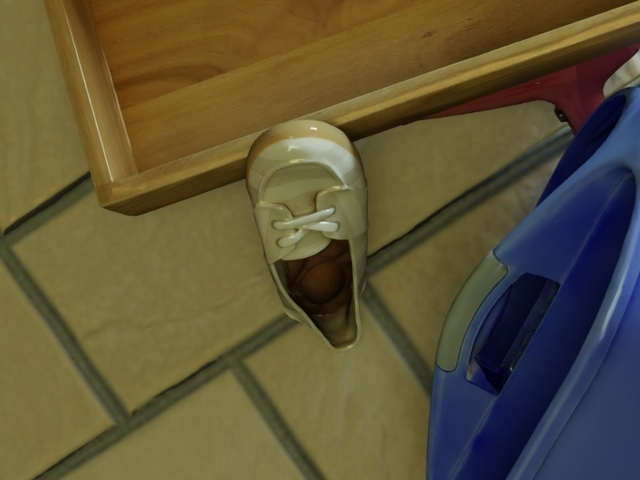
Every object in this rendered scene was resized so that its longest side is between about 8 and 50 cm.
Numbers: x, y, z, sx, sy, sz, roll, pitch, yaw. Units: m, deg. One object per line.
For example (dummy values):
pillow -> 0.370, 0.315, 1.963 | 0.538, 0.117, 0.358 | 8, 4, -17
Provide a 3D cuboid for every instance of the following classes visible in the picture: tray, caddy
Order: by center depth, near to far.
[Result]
caddy -> 0.166, 0.069, 1.171 | 0.179, 0.241, 0.341 | 20, 123, -8
tray -> 0.030, -0.176, 1.192 | 0.411, 0.076, 0.203 | -18, 81, 11

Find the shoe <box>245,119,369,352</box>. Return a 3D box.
shoe -> 0.000, 0.000, 1.205 | 0.076, 0.219, 0.058 | -15, 57, -2

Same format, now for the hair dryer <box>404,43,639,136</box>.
hair dryer -> 0.185, -0.080, 1.244 | 0.293, 0.080, 0.223 | 16, 100, 0
